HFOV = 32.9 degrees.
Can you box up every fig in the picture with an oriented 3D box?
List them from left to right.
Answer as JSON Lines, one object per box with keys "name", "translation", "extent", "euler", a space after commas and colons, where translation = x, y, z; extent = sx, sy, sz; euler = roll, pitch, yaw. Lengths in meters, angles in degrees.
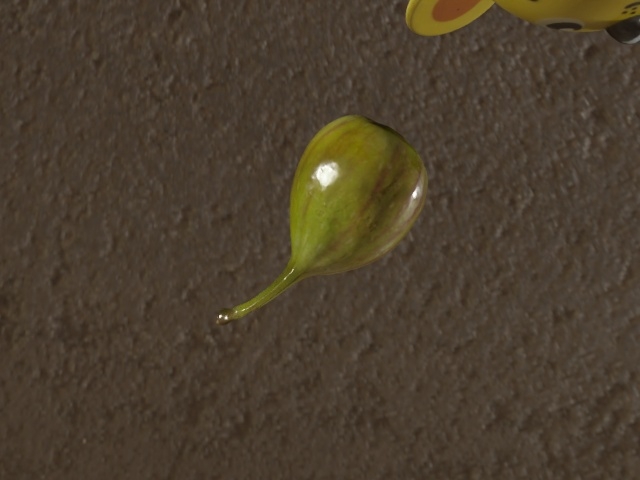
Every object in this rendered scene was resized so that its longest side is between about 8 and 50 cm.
{"name": "fig", "translation": [0.008, -0.003, 0.713], "extent": [0.093, 0.093, 0.166], "euler": [21, 111, -20]}

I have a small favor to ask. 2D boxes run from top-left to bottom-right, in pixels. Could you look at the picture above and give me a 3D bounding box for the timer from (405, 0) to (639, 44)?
{"name": "timer", "translation": [0.312, -0.395, 1.338], "extent": [0.376, 0.376, 0.387], "euler": [10, 144, -14]}
